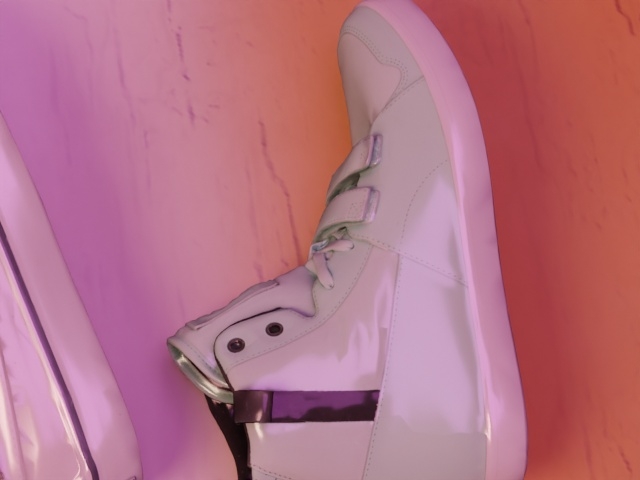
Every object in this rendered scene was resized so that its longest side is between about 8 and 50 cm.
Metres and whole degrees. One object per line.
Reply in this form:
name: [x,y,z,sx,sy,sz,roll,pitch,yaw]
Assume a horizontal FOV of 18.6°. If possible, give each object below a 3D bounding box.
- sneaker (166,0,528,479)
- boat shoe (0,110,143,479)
sneaker: [0.000,0.000,0.906,0.151,0.094,0.256,-5,68,-11]
boat shoe: [-0.171,0.010,0.869,0.088,0.096,0.267,-21,82,-24]
